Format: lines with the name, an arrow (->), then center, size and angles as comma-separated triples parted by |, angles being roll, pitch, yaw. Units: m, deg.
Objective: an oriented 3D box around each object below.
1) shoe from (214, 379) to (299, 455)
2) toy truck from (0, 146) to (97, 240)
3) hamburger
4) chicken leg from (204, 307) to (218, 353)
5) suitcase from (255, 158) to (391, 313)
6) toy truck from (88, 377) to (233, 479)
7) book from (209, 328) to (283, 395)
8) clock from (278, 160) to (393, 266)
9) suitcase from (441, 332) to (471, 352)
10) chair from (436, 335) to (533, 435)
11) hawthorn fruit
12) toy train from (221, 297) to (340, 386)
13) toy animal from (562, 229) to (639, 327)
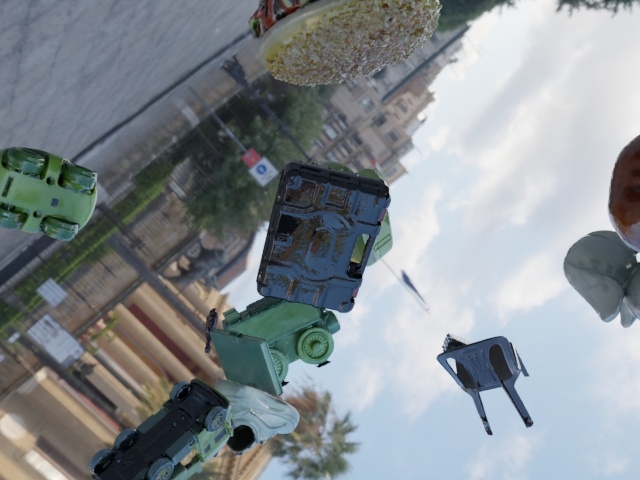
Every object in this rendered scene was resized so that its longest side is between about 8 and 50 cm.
shoe -> -0.167, 0.465, 1.489 | 0.124, 0.316, 0.159 | -7, -127, 33
toy truck -> -0.525, -0.098, 1.076 | 0.210, 0.187, 0.148 | 26, -84, 33
hamburger -> 0.038, -0.346, 0.935 | 0.302, 0.170, 0.302 | -7, 176, 0
chicken leg -> -0.203, 0.165, 1.101 | 0.036, 0.021, 0.083 | -163, -96, -67
suitcase -> 0.000, 0.000, 1.132 | 0.066, 0.206, 0.285 | -90, -165, -60
toy truck -> -0.176, 0.247, 0.681 | 0.077, 0.100, 0.169 | 25, -133, 30
book -> -0.121, 0.190, 0.954 | 0.135, 0.103, 0.017 | 1, -156, 45
clock -> 0.025, -0.084, 1.399 | 0.096, 0.235, 0.308 | -38, -138, -27
suitcase -> 0.403, 0.313, 1.738 | 0.126, 0.086, 0.059 | -15, 128, -83
chair -> 0.412, 0.315, 1.501 | 0.175, 0.326, 0.183 | -20, -151, 17
hawthorn fruit -> 0.551, -0.068, 0.879 | 0.224, 0.224, 0.261 | -34, 159, 27
toy train -> -0.092, 0.212, 1.351 | 0.272, 0.188, 0.159 | -25, -174, -10
toy animal -> 0.696, 0.091, 1.357 | 0.289, 0.174, 0.249 | 1, -130, 39
